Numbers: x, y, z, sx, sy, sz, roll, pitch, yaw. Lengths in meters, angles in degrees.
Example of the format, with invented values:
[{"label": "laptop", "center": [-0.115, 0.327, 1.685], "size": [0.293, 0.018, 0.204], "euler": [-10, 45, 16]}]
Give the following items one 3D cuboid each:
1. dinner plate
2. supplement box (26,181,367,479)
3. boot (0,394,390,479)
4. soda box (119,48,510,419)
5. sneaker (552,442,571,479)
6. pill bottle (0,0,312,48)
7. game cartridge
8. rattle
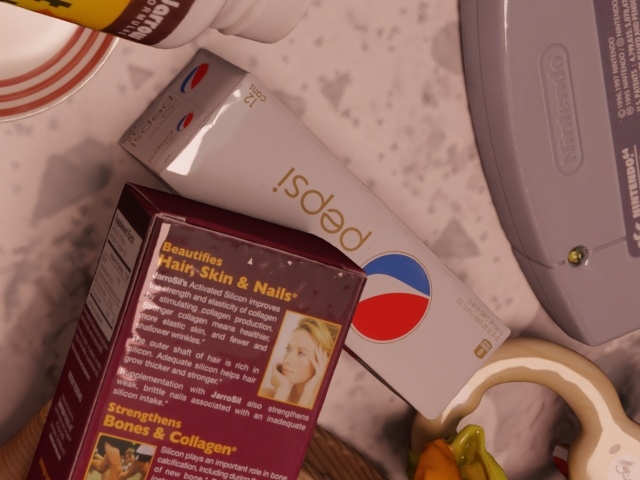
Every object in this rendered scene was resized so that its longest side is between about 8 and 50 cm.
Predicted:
[{"label": "dinner plate", "center": [-0.158, -0.126, 0.737], "size": [0.141, 0.017, 0.141], "euler": [-7, 109, -21]}, {"label": "supplement box", "center": [-0.065, 0.079, 0.719], "size": [0.104, 0.081, 0.188], "euler": [16, 97, -21]}, {"label": "boot", "center": [-0.085, 0.184, 0.844], "size": [0.248, 0.090, 0.207], "euler": [24, 107, -30]}, {"label": "soda box", "center": [0.000, 0.000, 0.812], "size": [0.069, 0.074, 0.216], "euler": [-49, 118, -3]}, {"label": "sneaker", "center": [0.173, 0.175, 0.960], "size": [0.118, 0.042, 0.067], "euler": [36, 86, -30]}, {"label": "pill bottle", "center": [-0.105, -0.154, 0.677], "size": [0.215, 0.117, 0.117], "euler": [14, 100, -27]}, {"label": "game cartridge", "center": [0.179, -0.096, 0.874], "size": [0.196, 0.060, 0.294], "euler": [-21, 114, -21]}, {"label": "rattle", "center": [0.151, 0.119, 0.857], "size": [0.200, 0.143, 0.130], "euler": [8, 79, 1]}]
